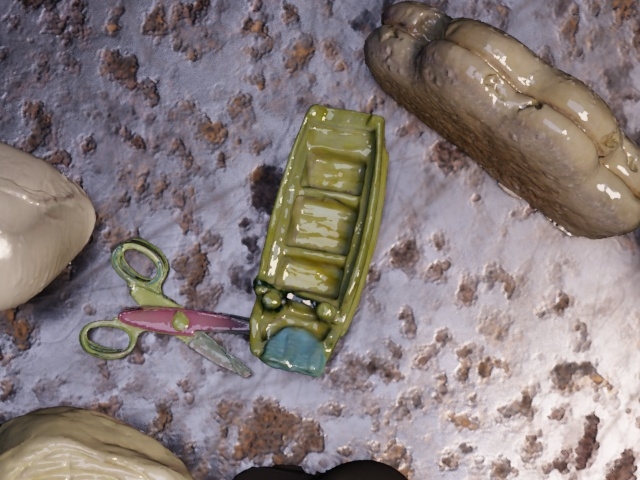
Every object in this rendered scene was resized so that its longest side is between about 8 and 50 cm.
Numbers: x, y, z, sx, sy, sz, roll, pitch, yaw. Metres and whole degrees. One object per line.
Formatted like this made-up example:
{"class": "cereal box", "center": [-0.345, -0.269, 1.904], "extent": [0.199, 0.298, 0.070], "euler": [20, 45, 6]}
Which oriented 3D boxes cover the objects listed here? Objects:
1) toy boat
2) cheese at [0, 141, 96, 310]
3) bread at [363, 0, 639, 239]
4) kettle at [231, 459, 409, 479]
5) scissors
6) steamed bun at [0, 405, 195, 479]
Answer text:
{"class": "toy boat", "center": [0.000, 0.002, 1.506], "extent": [0.111, 0.084, 0.276], "euler": [11, 80, 9]}
{"class": "cheese", "center": [-0.350, -0.010, 1.491], "extent": [0.198, 0.189, 0.154], "euler": [20, 117, 8]}
{"class": "bread", "center": [0.192, -0.131, 1.459], "extent": [0.337, 0.183, 0.102], "euler": [36, 79, 7]}
{"class": "kettle", "center": [0.015, 0.345, 1.422], "extent": [0.207, 0.251, 0.271], "euler": [21, 76, -23]}
{"class": "scissors", "center": [-0.149, 0.084, 1.535], "extent": [0.187, 0.020, 0.133], "euler": [21, 80, 8]}
{"class": "steamed bun", "center": [-0.257, 0.297, 1.427], "extent": [0.320, 0.206, 0.275], "euler": [-16, 97, 2]}
